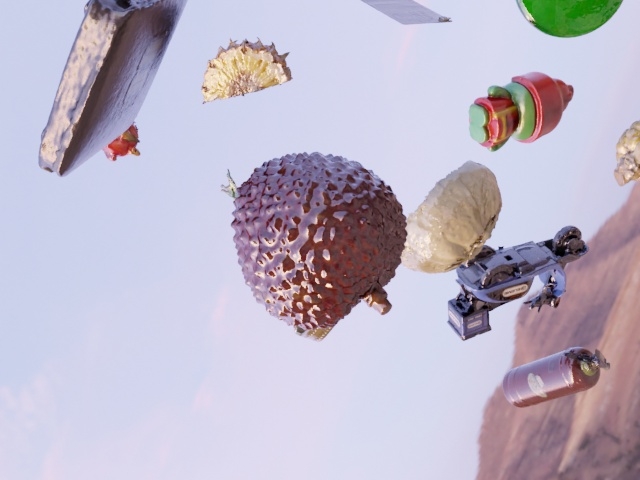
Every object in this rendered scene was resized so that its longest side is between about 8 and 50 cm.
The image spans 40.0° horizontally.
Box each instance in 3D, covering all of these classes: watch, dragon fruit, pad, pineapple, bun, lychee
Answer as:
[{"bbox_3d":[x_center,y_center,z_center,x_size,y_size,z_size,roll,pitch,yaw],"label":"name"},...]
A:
[{"bbox_3d":[0.011,0.127,1.882,0.268,0.102,0.164,128,159,-61],"label":"watch"},{"bbox_3d":[-0.492,-0.251,2.080,0.068,0.112,0.126,19,-126,-77],"label":"dragon fruit"},{"bbox_3d":[0.180,-0.577,2.133,0.160,0.265,0.009,-14,-51,-33],"label":"pad"},{"bbox_3d":[-0.182,-0.401,2.007,0.079,0.233,0.135,-58,-49,-63],"label":"pineapple"},{"bbox_3d":[0.262,-0.027,1.764,0.259,0.152,0.259,-47,-7,-8],"label":"bun"},{"bbox_3d":[0.000,0.000,1.342,0.276,0.304,0.275,-37,-16,-12],"label":"lychee"}]

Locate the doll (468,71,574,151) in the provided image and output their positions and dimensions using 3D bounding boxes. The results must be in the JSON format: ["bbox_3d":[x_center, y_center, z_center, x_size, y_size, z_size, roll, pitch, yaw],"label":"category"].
[{"bbox_3d":[0.552,-0.352,2.324,0.363,0.160,0.182,-25,-61,-32],"label":"doll"}]

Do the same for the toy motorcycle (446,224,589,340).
[{"bbox_3d":[0.467,0.092,2.056,0.359,0.125,0.212,-18,-53,-13],"label":"toy motorcycle"}]

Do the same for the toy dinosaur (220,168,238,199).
[{"bbox_3d":[-0.204,-0.125,2.056,0.029,0.060,0.119,-39,-26,-31],"label":"toy dinosaur"}]

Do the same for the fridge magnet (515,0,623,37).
[{"bbox_3d":[0.452,-0.473,1.591,0.088,0.208,0.208,-88,12,-69],"label":"fridge magnet"}]

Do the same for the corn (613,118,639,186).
[{"bbox_3d":[0.611,-0.189,1.394,0.347,0.130,0.130,-32,-30,-5],"label":"corn"}]

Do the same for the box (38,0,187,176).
[{"bbox_3d":[-0.356,-0.302,1.538,0.350,0.091,0.359,-59,1,27],"label":"box"}]

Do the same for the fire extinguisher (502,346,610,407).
[{"bbox_3d":[0.554,0.309,2.056,0.344,0.138,0.102,-39,38,57],"label":"fire extinguisher"}]
